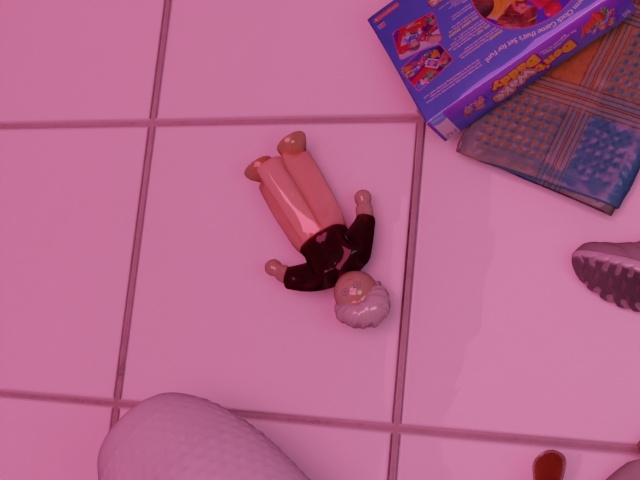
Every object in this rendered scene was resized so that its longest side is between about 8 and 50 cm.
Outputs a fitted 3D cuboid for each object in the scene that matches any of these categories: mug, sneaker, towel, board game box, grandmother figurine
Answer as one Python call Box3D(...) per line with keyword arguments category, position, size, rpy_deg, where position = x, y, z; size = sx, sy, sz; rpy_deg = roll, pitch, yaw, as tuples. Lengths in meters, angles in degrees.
Box3D(category="mug", position=(-0.188, 0.432, 1.661), size=(0.328, 0.276, 0.374), rpy_deg=(42, 125, 29))
Box3D(category="sneaker", position=(0.502, 0.035, 1.568), size=(0.281, 0.105, 0.115), rpy_deg=(7, 51, 24))
Box3D(category="towel", position=(0.407, -0.248, 1.684), size=(0.271, 0.040, 0.370), rpy_deg=(26, 87, 24))
Box3D(category="board game box", position=(0.272, -0.349, 1.703), size=(0.347, 0.078, 0.233), rpy_deg=(-34, 60, 16))
Box3D(category="grandmother figurine", position=(0.000, 0.000, 1.754), size=(0.208, 0.104, 0.342), rpy_deg=(-41, 64, 18))

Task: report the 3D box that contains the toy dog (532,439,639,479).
Box3D(category="toy dog", position=(0.385, 0.367, 1.481), size=(0.333, 0.161, 0.220), rpy_deg=(-43, 59, 6))
